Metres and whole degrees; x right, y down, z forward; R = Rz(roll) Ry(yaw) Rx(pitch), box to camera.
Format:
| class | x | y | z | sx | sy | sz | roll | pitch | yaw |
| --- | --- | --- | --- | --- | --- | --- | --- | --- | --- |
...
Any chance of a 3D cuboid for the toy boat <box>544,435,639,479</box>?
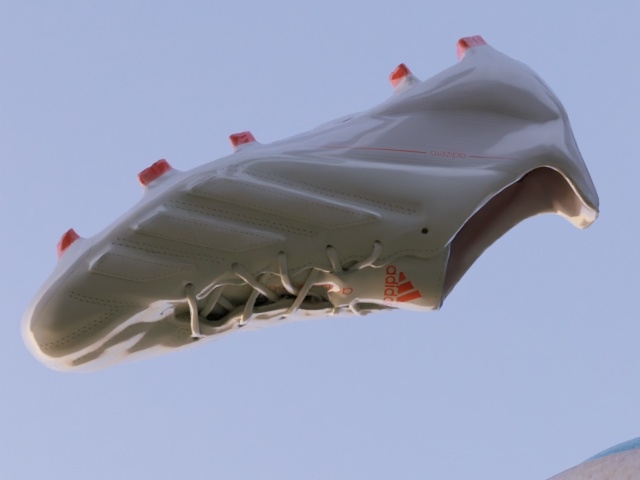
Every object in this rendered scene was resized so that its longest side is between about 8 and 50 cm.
| class | x | y | z | sx | sy | sz | roll | pitch | yaw |
| --- | --- | --- | --- | --- | --- | --- | --- | --- | --- |
| toy boat | 0.217 | 0.178 | 0.698 | 0.267 | 0.148 | 0.318 | -22 | -62 | 45 |

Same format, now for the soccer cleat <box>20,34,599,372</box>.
| class | x | y | z | sx | sy | sz | roll | pitch | yaw |
| --- | --- | --- | --- | --- | --- | --- | --- | --- | --- |
| soccer cleat | 0.000 | 0.000 | 0.567 | 0.196 | 0.068 | 0.076 | -26 | -112 | -16 |
